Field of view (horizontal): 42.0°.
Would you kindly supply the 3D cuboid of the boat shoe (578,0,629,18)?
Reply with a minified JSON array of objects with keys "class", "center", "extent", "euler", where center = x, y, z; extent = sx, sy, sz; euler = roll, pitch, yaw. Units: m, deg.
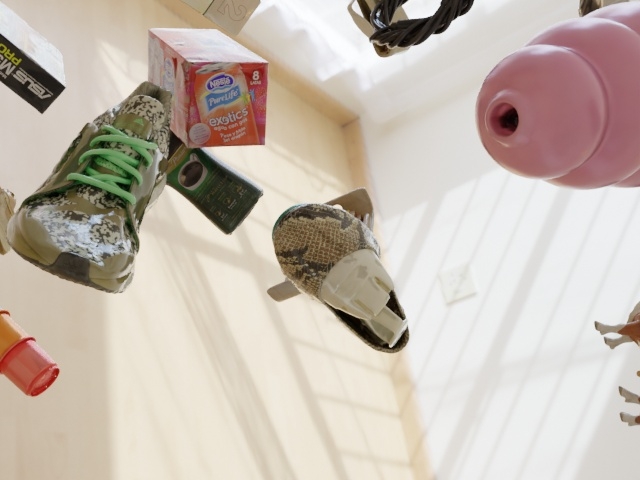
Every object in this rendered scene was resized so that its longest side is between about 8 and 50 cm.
[{"class":"boat shoe","center":[0.452,-0.392,1.340],"extent":[0.206,0.075,0.065],"euler":[61,5,-78]}]

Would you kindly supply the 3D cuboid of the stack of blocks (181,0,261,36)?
[{"class":"stack of blocks","center":[-0.187,-0.314,0.725],"extent":[0.297,0.087,0.171],"euler":[25,19,-45]}]

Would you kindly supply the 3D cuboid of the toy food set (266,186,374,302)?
[{"class":"toy food set","center":[0.000,0.000,1.858],"extent":[0.092,0.219,0.306],"euler":[57,22,-25]}]

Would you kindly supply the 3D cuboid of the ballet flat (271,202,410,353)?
[{"class":"ballet flat","center":[0.075,0.091,1.491],"extent":[0.182,0.164,0.483],"euler":[45,-4,31]}]

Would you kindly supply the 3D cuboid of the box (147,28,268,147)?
[{"class":"box","center":[-0.178,-0.238,1.273],"extent":[0.122,0.128,0.257],"euler":[-6,25,-23]}]

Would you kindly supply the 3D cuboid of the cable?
[{"class":"cable","center":[0.136,-0.310,1.071],"extent":[0.047,0.184,0.151],"euler":[30,30,-39]}]

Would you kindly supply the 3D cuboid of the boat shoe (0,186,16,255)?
[{"class":"boat shoe","center":[-0.544,-0.061,1.407],"extent":[0.059,0.063,0.170],"euler":[-34,130,-41]}]

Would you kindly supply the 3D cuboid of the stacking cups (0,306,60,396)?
[{"class":"stacking cups","center":[-0.529,0.116,1.284],"extent":[0.316,0.096,0.096],"euler":[40,27,9]}]

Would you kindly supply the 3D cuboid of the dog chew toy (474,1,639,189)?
[{"class":"dog chew toy","center":[0.287,-0.144,0.879],"extent":[0.331,0.206,0.207],"euler":[-16,82,-43]}]

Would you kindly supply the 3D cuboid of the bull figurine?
[{"class":"bull figurine","center":[0.643,0.208,1.594],"extent":[0.101,0.188,0.311],"euler":[19,57,-59]}]

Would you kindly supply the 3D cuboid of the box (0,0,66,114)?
[{"class":"box","center":[-0.508,-0.321,1.314],"extent":[0.216,0.060,0.270],"euler":[42,6,-29]}]

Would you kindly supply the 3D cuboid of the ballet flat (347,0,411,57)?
[{"class":"ballet flat","center":[0.062,-0.385,1.245],"extent":[0.248,0.086,0.086],"euler":[60,28,-17]}]

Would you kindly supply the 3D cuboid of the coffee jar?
[{"class":"coffee jar","center":[-0.187,-0.099,1.324],"extent":[0.184,0.096,0.079],"euler":[39,6,-8]}]

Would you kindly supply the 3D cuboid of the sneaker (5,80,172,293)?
[{"class":"sneaker","center":[-0.256,-0.091,1.005],"extent":[0.158,0.182,0.410],"euler":[21,24,-14]}]
